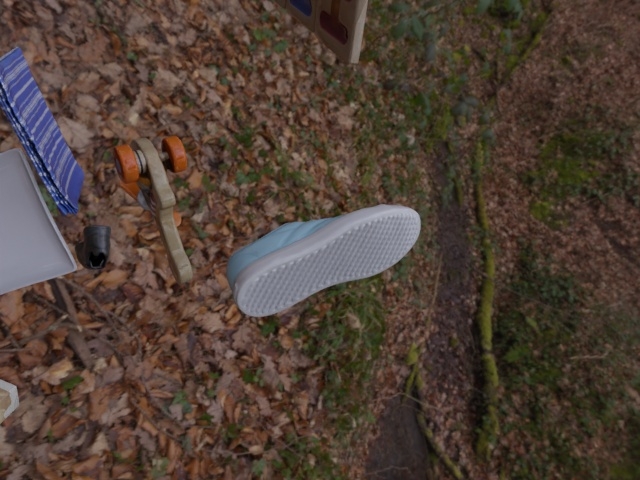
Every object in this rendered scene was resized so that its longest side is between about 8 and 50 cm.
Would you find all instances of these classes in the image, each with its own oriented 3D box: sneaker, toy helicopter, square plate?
[{"bbox_3d":[0.000,0.000,0.832,0.150,0.366,0.135,49,-29,49],"label":"sneaker"},{"bbox_3d":[-0.387,-0.066,1.106,0.140,0.235,0.354,-20,99,-31],"label":"toy helicopter"},{"bbox_3d":[-0.868,-0.029,1.222,0.049,0.348,0.343,-99,171,-76],"label":"square plate"},{"bbox_3d":[-0.818,0.055,1.659,0.109,0.286,0.130,-2,65,-31],"label":"sneaker"}]

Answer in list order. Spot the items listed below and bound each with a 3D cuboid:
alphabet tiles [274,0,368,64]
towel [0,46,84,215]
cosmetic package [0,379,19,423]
[{"bbox_3d":[-0.013,-0.291,0.279,0.011,0.285,0.342,-13,46,-22],"label":"alphabet tiles"},{"bbox_3d":[-0.626,-0.245,1.049,0.243,0.040,0.335,-120,-164,-53],"label":"towel"},{"bbox_3d":[-0.566,0.295,0.768,0.041,0.060,0.115,21,34,3],"label":"cosmetic package"}]
